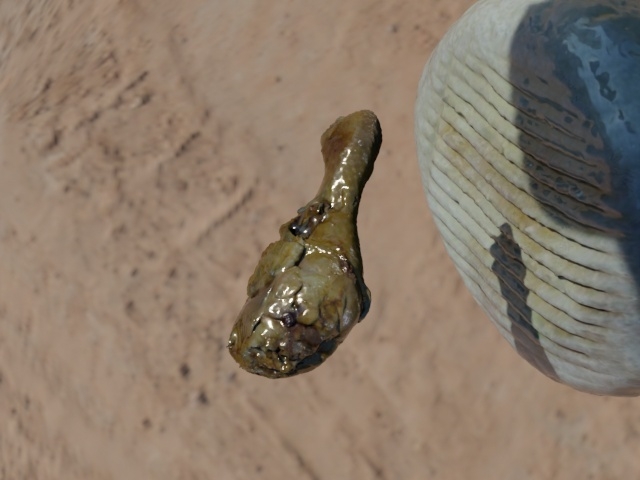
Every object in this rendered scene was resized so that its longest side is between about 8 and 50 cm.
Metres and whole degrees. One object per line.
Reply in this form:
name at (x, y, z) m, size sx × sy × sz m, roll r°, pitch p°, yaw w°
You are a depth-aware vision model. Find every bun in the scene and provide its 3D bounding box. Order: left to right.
bun at (0.230, -0.054, 1.402) m, size 0.211 × 0.362 × 0.362 m, roll -25°, pitch 98°, yaw -20°

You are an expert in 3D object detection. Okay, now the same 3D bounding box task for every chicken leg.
chicken leg at (0.003, 0.001, 1.186) m, size 0.069 × 0.085 × 0.198 m, roll 30°, pitch 69°, yaw -26°
